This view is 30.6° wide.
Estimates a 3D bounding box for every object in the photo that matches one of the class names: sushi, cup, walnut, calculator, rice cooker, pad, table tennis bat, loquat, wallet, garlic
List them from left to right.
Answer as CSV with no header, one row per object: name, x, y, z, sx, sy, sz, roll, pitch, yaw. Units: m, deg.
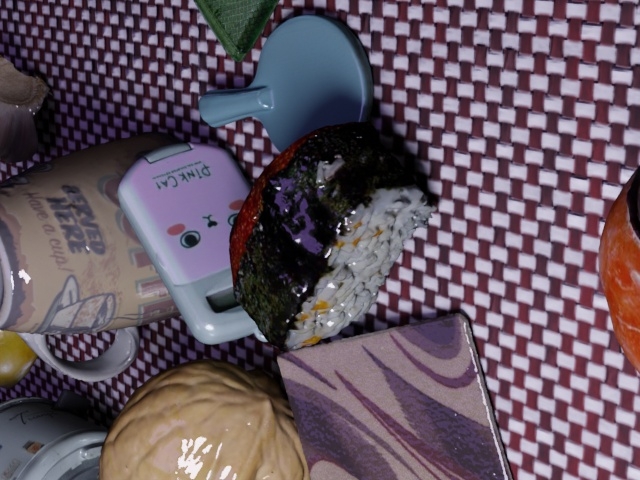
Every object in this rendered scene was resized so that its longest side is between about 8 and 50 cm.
garlic,-0.451,-0.155,1.562,0.194,0.131,0.127,-20,57,47
loquat,-0.454,0.112,1.637,0.152,0.152,0.195,-6,104,48
rice cooker,-0.361,0.335,1.526,0.227,0.241,0.280,10,73,41
cup,-0.282,0.038,1.342,0.227,0.257,0.301,34,126,40
walnut,-0.121,0.238,1.253,0.261,0.225,0.225,-48,66,34
calculator,-0.112,0.003,1.230,0.246,0.141,0.045,59,150,19
wallet,-0.064,-0.310,1.148,0.160,0.055,0.236,62,140,24
table tennis bat,-0.038,-0.145,1.185,0.237,0.038,0.149,-4,97,44
sushi,0.000,0.000,1.107,0.126,0.136,0.225,58,136,22
pad,0.087,0.247,1.127,0.220,0.004,0.330,-17,90,31

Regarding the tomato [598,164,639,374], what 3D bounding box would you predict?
tomato,0.287,0.042,0.804,0.214,0.181,0.155,62,155,26
